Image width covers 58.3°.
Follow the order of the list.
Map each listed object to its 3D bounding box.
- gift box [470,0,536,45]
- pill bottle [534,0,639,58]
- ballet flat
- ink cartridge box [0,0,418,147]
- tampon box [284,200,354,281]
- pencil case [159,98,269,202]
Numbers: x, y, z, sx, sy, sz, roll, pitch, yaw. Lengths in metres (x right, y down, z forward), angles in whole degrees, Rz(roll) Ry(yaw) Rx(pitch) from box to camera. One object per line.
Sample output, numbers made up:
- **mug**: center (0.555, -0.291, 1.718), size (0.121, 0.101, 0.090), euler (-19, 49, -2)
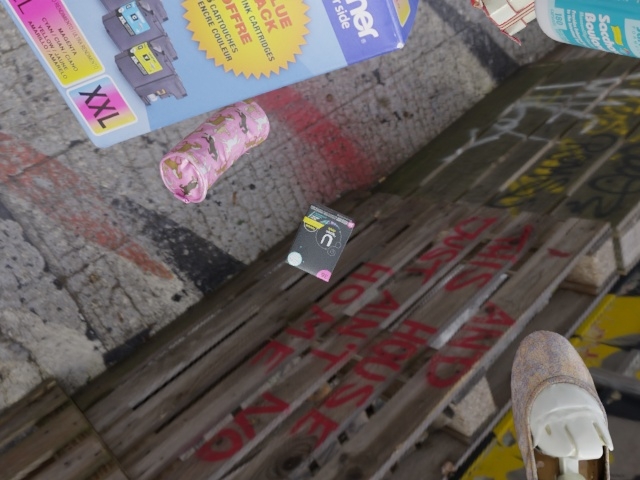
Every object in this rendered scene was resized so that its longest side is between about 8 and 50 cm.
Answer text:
- **gift box**: center (0.424, -0.589, 1.226), size (0.255, 0.258, 0.276), euler (-6, 71, -58)
- **pill bottle**: center (0.402, -0.294, 0.687), size (0.146, 0.264, 0.146), euler (-14, 122, -23)
- **ballet flat**: center (0.281, 0.257, 0.634), size (0.108, 0.106, 0.315), euler (-4, 79, 1)
- **ink cartridge box**: center (-0.084, -0.269, 0.496), size (0.151, 0.396, 0.269), euler (-71, 142, -52)
- **tampon box**: center (0.000, 0.000, 1.436), size (0.121, 0.101, 0.160), euler (24, 99, 0)
- **pencil case**: center (-0.296, -0.265, 1.644), size (0.167, 0.160, 0.386), euler (62, 39, -23)
